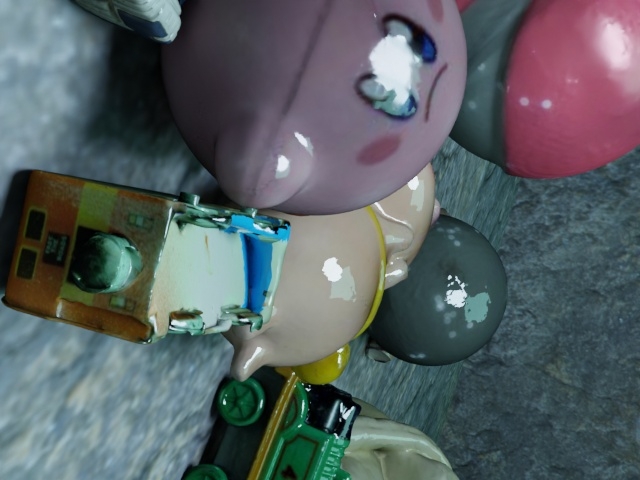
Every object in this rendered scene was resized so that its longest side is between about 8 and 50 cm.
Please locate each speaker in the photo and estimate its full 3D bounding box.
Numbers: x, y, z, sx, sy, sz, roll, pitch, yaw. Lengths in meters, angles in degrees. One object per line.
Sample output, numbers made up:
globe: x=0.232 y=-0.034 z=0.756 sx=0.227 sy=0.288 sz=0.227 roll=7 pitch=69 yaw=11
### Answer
speaker: x=0.229 y=-0.200 z=0.905 sx=0.294 sy=0.294 sz=0.294 roll=19 pitch=90 yaw=-74

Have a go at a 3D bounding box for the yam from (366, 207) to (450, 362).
yam: x=0.139 y=0.063 z=1.332 sx=0.264 sy=0.046 sz=0.046 roll=-62 pitch=161 yaw=-24

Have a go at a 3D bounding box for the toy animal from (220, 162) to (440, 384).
toy animal: x=-0.002 y=0.002 z=0.646 sx=0.165 sy=0.149 sz=0.248 roll=-63 pitch=180 yaw=42

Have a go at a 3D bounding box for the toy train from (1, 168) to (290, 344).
toy train: x=-0.083 y=0.007 z=0.461 sx=0.188 sy=0.099 sz=0.072 roll=8 pitch=98 yaw=-72

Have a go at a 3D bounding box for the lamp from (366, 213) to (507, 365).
lamp: x=0.110 y=0.063 z=1.114 sx=0.182 sy=0.182 sz=0.314 roll=-67 pitch=-165 yaw=-11

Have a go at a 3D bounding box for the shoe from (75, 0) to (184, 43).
shoe: x=-0.080 y=-0.144 z=0.360 sx=0.143 sy=0.063 sz=0.071 roll=75 pitch=38 yaw=-67

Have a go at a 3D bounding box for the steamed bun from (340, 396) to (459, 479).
steamed bun: x=0.040 y=0.352 z=0.977 sx=0.367 sy=0.255 sz=0.343 roll=-24 pitch=129 yaw=-70

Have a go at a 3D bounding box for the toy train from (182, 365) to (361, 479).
toy train: x=-0.034 y=0.197 z=0.766 sx=0.228 sy=0.136 sz=0.091 roll=-66 pitch=164 yaw=-6

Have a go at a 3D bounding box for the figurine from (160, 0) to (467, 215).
figurine: x=-0.003 y=-0.097 z=0.468 sx=0.173 sy=0.173 sz=0.173 roll=19 pitch=90 yaw=-74
